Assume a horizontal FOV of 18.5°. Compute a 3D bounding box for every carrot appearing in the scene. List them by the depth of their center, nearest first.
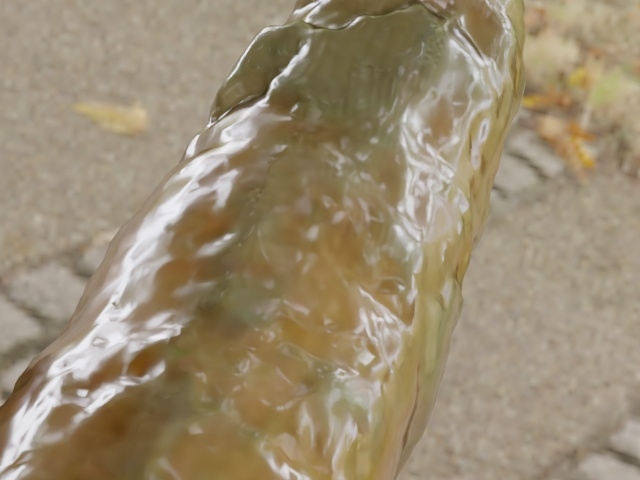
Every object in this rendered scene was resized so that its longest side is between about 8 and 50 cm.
[{"bbox_3d":[0.000,0.000,0.475,0.102,0.102,0.263,18,54,12],"label":"carrot"}]
